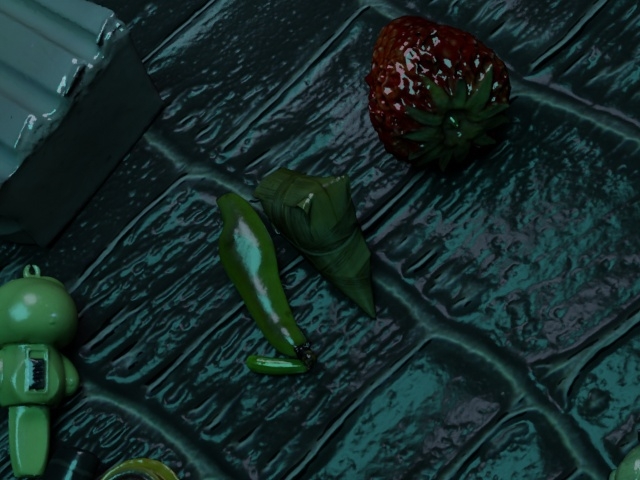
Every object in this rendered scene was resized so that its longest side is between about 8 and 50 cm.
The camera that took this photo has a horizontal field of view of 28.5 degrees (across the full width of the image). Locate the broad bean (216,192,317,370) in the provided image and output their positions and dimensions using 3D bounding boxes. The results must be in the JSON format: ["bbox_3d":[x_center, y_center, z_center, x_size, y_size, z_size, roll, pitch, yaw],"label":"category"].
[{"bbox_3d":[-0.077,0.062,1.737,0.075,0.067,0.325,-52,55,37],"label":"broad bean"}]

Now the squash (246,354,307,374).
[{"bbox_3d":[-0.058,0.169,1.700,0.089,0.027,0.027,2,67,17],"label":"squash"}]

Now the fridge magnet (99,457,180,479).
[{"bbox_3d":[-0.244,0.354,1.650,0.143,0.063,0.143,-7,62,13],"label":"fridge magnet"}]

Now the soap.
[{"bbox_3d":[-0.510,-0.226,1.914,0.435,0.213,0.350,28,79,26],"label":"soap"}]

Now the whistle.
[{"bbox_3d":[-0.411,0.180,1.765,0.141,0.141,0.294,2,84,18],"label":"whistle"}]

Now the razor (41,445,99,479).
[{"bbox_3d":[-0.348,0.350,1.679,0.090,0.054,0.148,-15,55,57],"label":"razor"}]

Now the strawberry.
[{"bbox_3d":[0.139,-0.221,1.735,0.205,0.205,0.244,-31,47,2],"label":"strawberry"}]

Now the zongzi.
[{"bbox_3d":[-0.002,0.000,1.749,0.094,0.204,0.205,-33,22,-19],"label":"zongzi"}]

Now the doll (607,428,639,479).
[{"bbox_3d":[0.439,0.311,1.424,0.234,0.135,0.143,35,78,31],"label":"doll"}]
